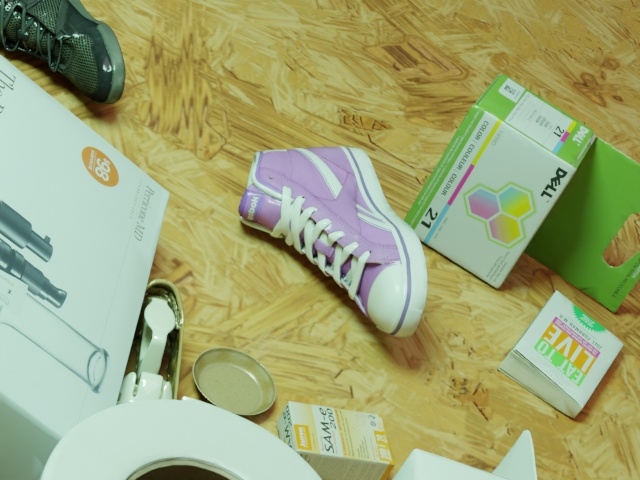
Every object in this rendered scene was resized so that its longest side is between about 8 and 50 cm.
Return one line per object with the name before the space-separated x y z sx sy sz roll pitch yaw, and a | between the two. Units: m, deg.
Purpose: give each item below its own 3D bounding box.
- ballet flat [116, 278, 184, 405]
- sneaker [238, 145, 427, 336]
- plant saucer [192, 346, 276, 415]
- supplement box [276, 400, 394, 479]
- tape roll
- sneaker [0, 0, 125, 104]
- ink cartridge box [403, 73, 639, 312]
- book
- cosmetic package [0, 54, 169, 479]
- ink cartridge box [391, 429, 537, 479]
ballet flat | -0.160 0.122 1.427 0.080 0.073 0.232 16 39 -15
sneaker | 0.000 0.001 1.660 0.161 0.102 0.282 3 33 -25
plant saucer | -0.083 0.135 1.508 0.083 0.015 0.083 18 38 -15
supplement box | 0.013 0.188 1.489 0.098 0.036 0.062 10 40 -22
tape roll | -0.116 0.264 1.210 0.246 0.169 0.246 17 38 -14
sneaker | -0.302 -0.218 1.731 0.130 0.087 0.227 -11 48 -38
ink cartridge box | 0.248 -0.031 1.767 0.255 0.189 0.097 33 36 6
book | 0.261 0.122 1.731 0.096 0.035 0.144 38 36 6
cosmetic package | -0.287 0.005 1.386 0.284 0.097 0.377 42 30 -24
ink cartridge box | 0.081 0.312 1.244 0.119 0.207 0.353 20 37 -13
